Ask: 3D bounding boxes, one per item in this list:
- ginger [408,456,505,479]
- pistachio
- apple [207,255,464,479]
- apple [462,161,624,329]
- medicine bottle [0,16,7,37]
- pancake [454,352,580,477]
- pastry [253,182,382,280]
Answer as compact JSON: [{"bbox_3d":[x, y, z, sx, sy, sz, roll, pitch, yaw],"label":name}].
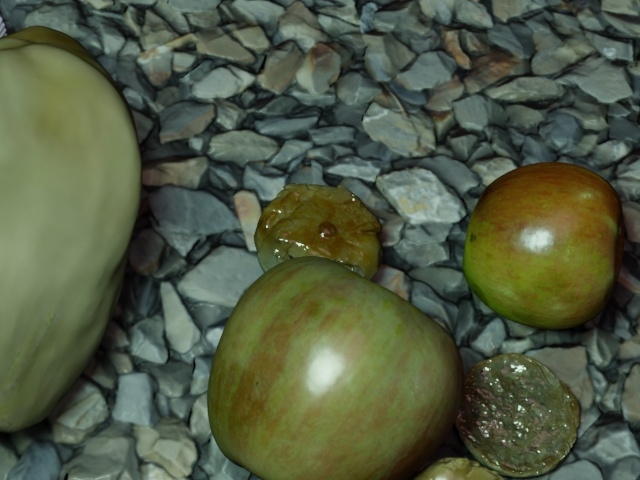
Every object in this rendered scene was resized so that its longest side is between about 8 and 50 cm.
[{"bbox_3d":[0.102,0.287,1.485,0.190,0.069,0.095,-38,96,-5],"label":"ginger"},{"bbox_3d":[-0.326,-0.019,1.467,0.281,0.365,0.445,-2,61,26],"label":"pistachio"},{"bbox_3d":[0.012,0.149,1.484,0.257,0.257,0.234,25,87,6],"label":"apple"},{"bbox_3d":[0.251,0.005,1.644,0.196,0.196,0.196,4,58,-7],"label":"apple"},{"bbox_3d":[-0.489,-0.160,1.622,0.178,0.178,0.290,23,58,4],"label":"medicine bottle"},{"bbox_3d":[0.219,0.194,1.616,0.152,0.025,0.151,4,57,-7],"label":"pancake"},{"bbox_3d":[-0.001,0.001,1.665,0.153,0.081,0.153,4,48,-4],"label":"pastry"}]
